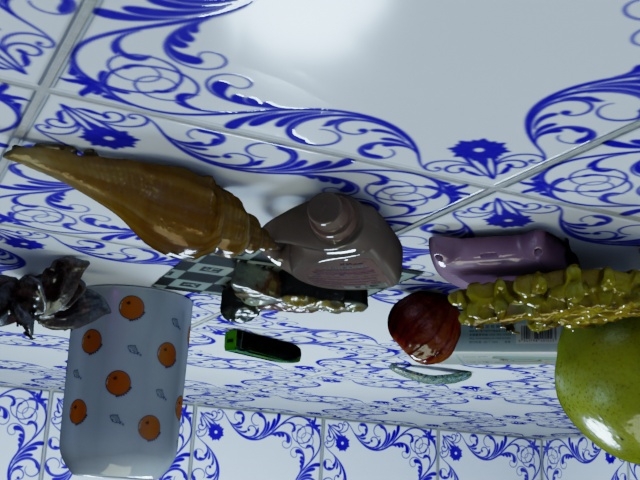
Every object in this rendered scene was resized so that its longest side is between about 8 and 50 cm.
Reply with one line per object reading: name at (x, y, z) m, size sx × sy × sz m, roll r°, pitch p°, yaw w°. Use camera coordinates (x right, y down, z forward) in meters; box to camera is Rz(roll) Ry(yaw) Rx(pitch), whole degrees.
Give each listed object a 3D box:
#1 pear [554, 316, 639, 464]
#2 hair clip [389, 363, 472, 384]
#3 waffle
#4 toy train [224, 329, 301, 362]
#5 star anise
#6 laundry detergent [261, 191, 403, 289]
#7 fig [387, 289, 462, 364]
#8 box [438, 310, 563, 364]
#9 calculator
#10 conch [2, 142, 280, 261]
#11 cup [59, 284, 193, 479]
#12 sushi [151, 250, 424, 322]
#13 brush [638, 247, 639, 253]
pear at (0.493, 0.206, 1.509) m, size 0.294 × 0.294 × 0.294 m, roll 3°, pitch 164°, yaw 1°
hair clip at (0.268, 0.328, 2.422) m, size 0.229 × 0.036 × 0.066 m, roll 10°, pitch 157°, yaw -23°
waffle at (0.339, 0.085, 1.344) m, size 0.259 × 0.069 × 0.293 m, roll -15°, pitch 165°, yaw 41°
toy train at (-0.122, 0.230, 2.130) m, size 0.042 × 0.044 × 0.209 m, roll -10°, pitch 160°, yaw 37°
star anise at (-0.451, 0.088, 1.558) m, size 0.212 × 0.129 × 0.282 m, roll 1°, pitch 174°, yaw 29°
laundry detergent at (0.000, 0.000, 1.223) m, size 0.171 × 0.076 × 0.237 m, roll -1°, pitch 164°, yaw 18°
fig at (0.174, 0.132, 1.605) m, size 0.128 × 0.128 × 0.150 m, roll 9°, pitch 137°, yaw -21°
box at (0.315, 0.174, 1.782) m, size 0.269 × 0.079 × 0.135 m, roll -2°, pitch 163°, yaw 16°
calculator at (0.260, 0.041, 1.383) m, size 0.194 × 0.043 × 0.294 m, roll -4°, pitch 165°, yaw 21°
conch at (-0.187, -0.034, 1.106) m, size 0.330 × 0.093 × 0.109 m, roll 13°, pitch 168°, yaw -30°
cup at (-0.343, 0.255, 1.754) m, size 0.212 × 0.317 × 0.212 m, roll 3°, pitch 164°, yaw 1°
sushi at (-0.066, 0.092, 1.590) m, size 0.343 × 0.064 × 0.359 m, roll 9°, pitch 164°, yaw -21°
brush at (0.552, 0.051, 1.371) m, size 0.321 × 0.050 × 0.060 m, roll 24°, pitch 158°, yaw -35°
